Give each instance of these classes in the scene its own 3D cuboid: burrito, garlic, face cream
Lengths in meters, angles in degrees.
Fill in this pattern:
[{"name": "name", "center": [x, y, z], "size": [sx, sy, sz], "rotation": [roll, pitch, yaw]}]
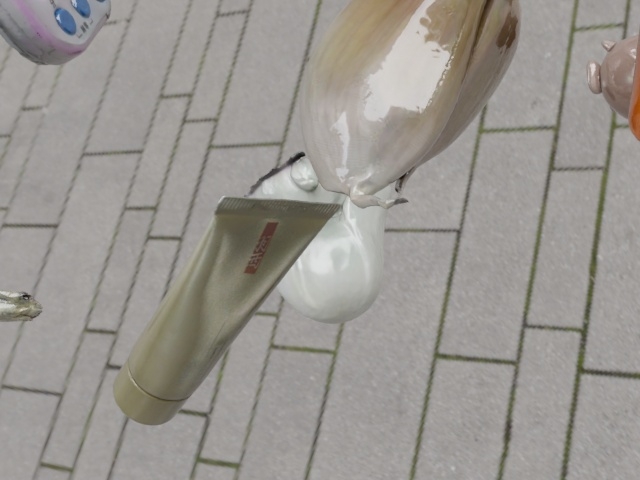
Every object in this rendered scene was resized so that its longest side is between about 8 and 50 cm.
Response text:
[{"name": "burrito", "center": [-0.428, 0.079, 1.132], "size": [0.188, 0.058, 0.044], "rotation": [1, 100, 9]}, {"name": "garlic", "center": [0.117, -0.163, 1.089], "size": [0.246, 0.231, 0.339], "rotation": [4, 70, 47]}, {"name": "face cream", "center": [-0.117, 0.070, 0.956], "size": [0.341, 0.137, 0.084], "rotation": [-52, 50, 36]}]

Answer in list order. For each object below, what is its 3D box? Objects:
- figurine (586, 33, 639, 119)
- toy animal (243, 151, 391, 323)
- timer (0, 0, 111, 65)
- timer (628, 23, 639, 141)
[{"name": "figurine", "center": [0.425, -0.215, 1.199], "size": [0.138, 0.125, 0.125], "rotation": [-20, 54, 51]}, {"name": "toy animal", "center": [0.007, -0.018, 1.506], "size": [0.249, 0.174, 0.289], "rotation": [-41, 80, -4]}, {"name": "timer", "center": [-0.325, -0.299, 1.037], "size": [0.069, 0.190, 0.208], "rotation": [-25, 28, 22]}, {"name": "timer", "center": [0.436, -0.226, 0.918], "size": [0.250, 0.161, 0.257], "rotation": [-3, 68, 41]}]
